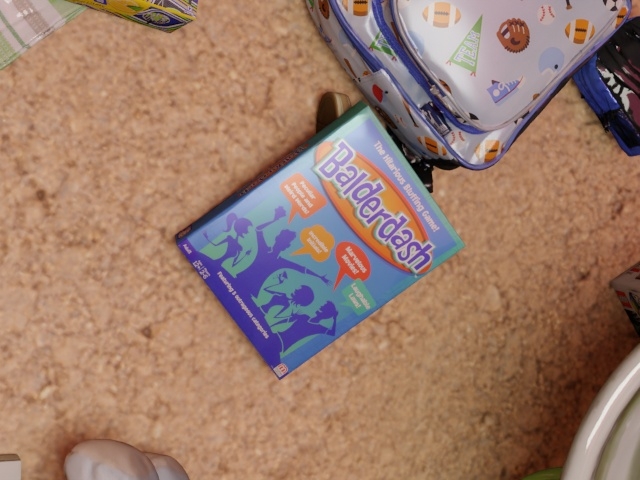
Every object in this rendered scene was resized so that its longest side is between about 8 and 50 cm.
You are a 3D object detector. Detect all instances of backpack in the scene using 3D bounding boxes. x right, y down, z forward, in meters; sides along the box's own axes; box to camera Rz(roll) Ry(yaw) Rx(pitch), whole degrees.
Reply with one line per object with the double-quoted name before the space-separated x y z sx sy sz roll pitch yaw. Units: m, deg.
"backpack" 0.119 -0.221 1.217 0.263 0.213 0.276 45 79 -6
"backpack" 0.304 -0.153 1.338 0.098 0.101 0.120 -42 101 -17

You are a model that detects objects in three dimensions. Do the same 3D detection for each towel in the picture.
"towel" -0.283 -0.204 1.147 0.152 0.023 0.113 -39 105 -16

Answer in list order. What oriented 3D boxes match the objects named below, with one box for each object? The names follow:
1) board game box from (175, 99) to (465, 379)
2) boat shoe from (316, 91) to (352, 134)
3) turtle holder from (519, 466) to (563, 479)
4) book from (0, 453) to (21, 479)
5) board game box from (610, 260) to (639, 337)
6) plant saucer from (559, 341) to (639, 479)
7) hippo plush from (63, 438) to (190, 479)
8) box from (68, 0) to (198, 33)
"board game box" 0.000 0.000 1.220 0.210 0.047 0.160 -37 104 1
"boat shoe" 0.029 -0.074 1.262 0.045 0.050 0.135 -14 105 -25
"turtle holder" 0.201 0.355 1.236 0.227 0.320 0.243 -32 88 -39
"book" -0.327 0.232 1.139 0.144 0.035 0.096 0 95 -23
"board game box" 0.403 0.123 1.274 0.053 0.305 0.193 -32 102 -10
"plant saucer" 0.363 0.213 1.071 0.400 0.100 0.401 -1 98 -10
"hippo plush" -0.185 0.330 1.132 0.236 0.234 0.294 -33 103 8
"box" -0.188 -0.232 1.153 0.168 0.054 0.059 14 77 -28
